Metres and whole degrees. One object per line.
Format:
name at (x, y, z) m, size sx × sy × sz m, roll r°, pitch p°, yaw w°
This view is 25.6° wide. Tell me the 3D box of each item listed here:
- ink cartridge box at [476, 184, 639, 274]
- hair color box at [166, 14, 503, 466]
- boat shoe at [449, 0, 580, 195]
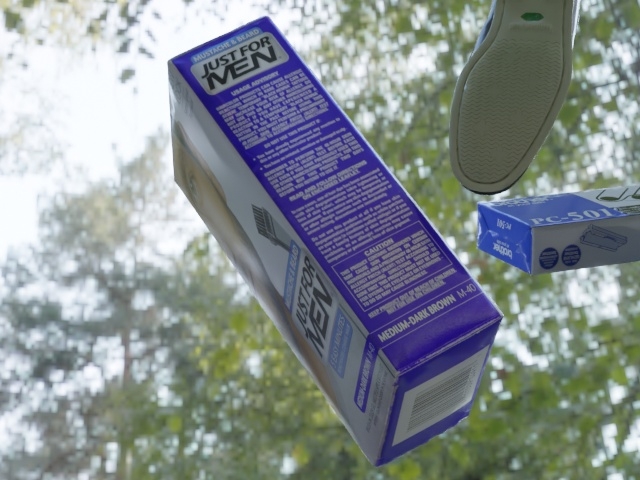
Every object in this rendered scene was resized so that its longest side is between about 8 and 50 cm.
ink cartridge box at (0.250, -0.013, 1.228) m, size 0.207 × 0.097 × 0.046 m, roll -7°, pitch -74°, yaw -21°
hair color box at (0.000, 0.000, 1.169) m, size 0.110 × 0.338 × 0.185 m, roll -26°, pitch -26°, yaw -18°
boat shoe at (0.157, -0.136, 1.085) m, size 0.084 × 0.233 × 0.079 m, roll 12°, pitch -17°, yaw 14°
